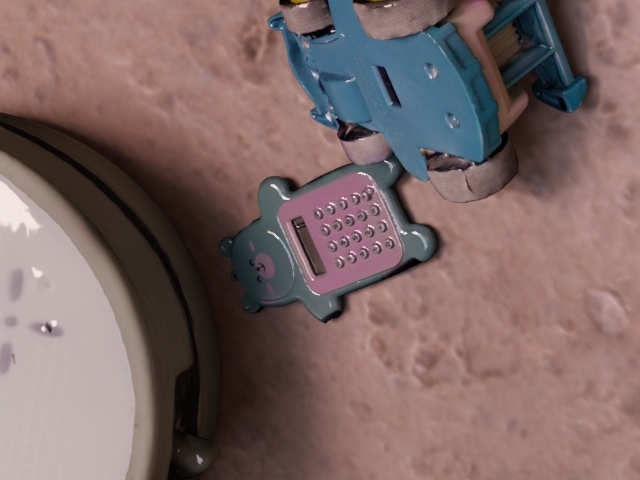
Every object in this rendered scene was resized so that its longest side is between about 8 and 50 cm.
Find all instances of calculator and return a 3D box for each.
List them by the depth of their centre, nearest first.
[{"bbox_3d":[0.000,0.000,0.926,0.141,0.019,0.094,-23,93,32],"label":"calculator"}]

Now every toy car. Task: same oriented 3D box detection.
[{"bbox_3d":[0.055,-0.100,0.843,0.161,0.098,0.126,19,140,56],"label":"toy car"}]

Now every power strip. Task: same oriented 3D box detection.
[{"bbox_3d":[-0.227,0.090,0.949,0.358,0.161,0.357,1,95,11],"label":"power strip"}]
